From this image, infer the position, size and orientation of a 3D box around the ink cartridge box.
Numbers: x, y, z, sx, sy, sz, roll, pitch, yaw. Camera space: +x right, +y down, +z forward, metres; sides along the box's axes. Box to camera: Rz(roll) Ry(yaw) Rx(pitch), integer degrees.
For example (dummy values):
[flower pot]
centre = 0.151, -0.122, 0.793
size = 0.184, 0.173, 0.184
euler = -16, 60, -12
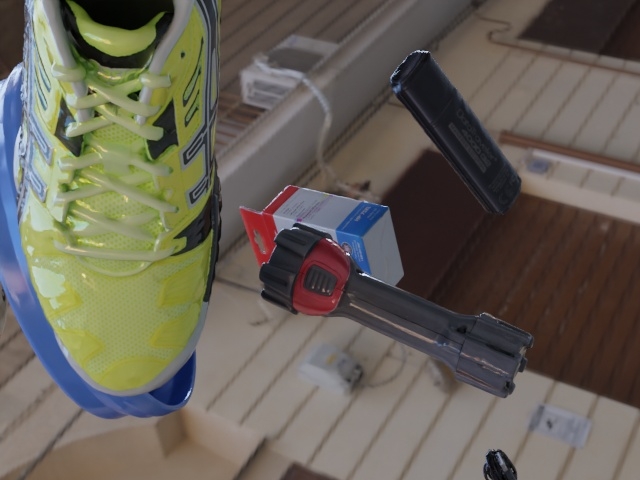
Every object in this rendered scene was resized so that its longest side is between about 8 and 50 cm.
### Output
[ink cartridge box]
centre = 0.000, 0.000, 1.462
size = 0.078, 0.231, 0.134
euler = -47, -43, -35

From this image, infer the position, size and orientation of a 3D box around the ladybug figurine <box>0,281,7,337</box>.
[ladybug figurine]
centre = -0.688, 0.198, 1.665
size = 0.449, 0.162, 0.305
euler = -46, -9, 25

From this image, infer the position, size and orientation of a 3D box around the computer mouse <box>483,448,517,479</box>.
[computer mouse]
centre = 0.281, 0.469, 1.468
size = 0.188, 0.072, 0.272
euler = 63, -144, -43

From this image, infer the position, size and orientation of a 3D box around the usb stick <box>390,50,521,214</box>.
[usb stick]
centre = 0.191, -0.144, 1.338
size = 0.278, 0.045, 0.077
euler = 46, -110, -32

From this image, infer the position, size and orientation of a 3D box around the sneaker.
[sneaker]
centre = -0.132, -0.079, 0.597
size = 0.147, 0.145, 0.385
euler = -94, 6, -75

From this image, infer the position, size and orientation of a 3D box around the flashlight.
[flashlight]
centre = 0.082, 0.078, 1.080
size = 0.103, 0.304, 0.103
euler = -52, -23, -38

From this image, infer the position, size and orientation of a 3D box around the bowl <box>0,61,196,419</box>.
[bowl]
centre = -0.236, 0.000, 1.010
size = 0.391, 0.077, 0.391
euler = -18, -90, -86
